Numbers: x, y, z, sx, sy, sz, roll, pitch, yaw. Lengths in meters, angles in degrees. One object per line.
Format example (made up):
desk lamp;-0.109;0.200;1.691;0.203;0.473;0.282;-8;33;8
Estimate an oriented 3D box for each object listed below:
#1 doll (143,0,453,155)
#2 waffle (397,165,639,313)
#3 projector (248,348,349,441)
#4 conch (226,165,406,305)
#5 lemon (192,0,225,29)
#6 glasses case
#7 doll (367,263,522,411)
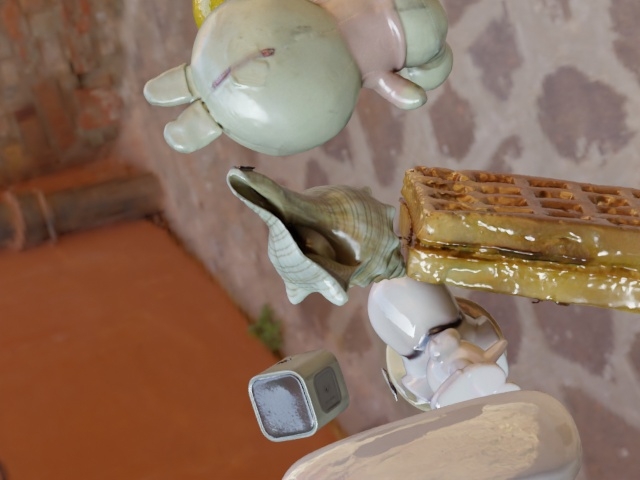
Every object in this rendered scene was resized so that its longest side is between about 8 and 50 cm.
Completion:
doll;-0.005;-0.152;1.096;0.155;0.275;0.113;62;149;10
waffle;0.247;-0.003;1.457;0.224;0.327;0.098;-87;6;-76
projector;-0.025;0.183;1.631;0.083;0.082;0.083;-14;97;32
conch;-0.001;0.010;1.350;0.114;0.234;0.137;-40;63;44
lemon;-0.073;-0.212;1.222;0.082;0.082;0.111;126;136;-58
glasses case;0.083;0.178;1.046;0.059;0.233;0.092;77;174;-45
doll;0.139;0.142;1.445;0.208;0.144;0.271;47;-176;-37
